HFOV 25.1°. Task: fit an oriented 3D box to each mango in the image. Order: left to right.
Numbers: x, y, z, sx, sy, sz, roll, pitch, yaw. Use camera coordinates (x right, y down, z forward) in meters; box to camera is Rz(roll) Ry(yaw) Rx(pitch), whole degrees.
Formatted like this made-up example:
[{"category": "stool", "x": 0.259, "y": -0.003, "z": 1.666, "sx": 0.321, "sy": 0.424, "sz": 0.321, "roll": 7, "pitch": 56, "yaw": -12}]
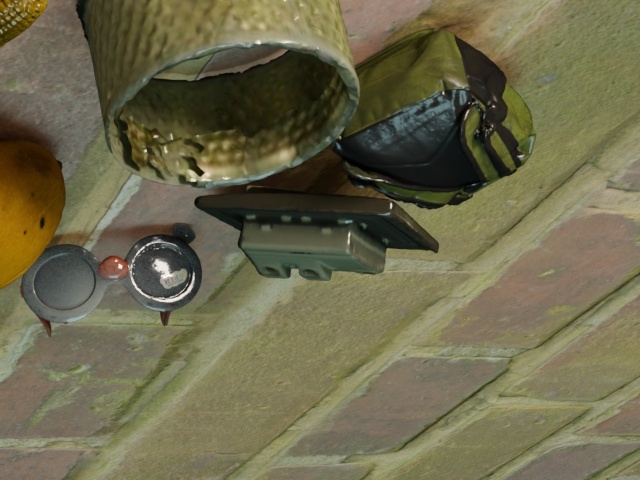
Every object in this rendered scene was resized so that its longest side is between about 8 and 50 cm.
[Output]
[{"category": "mango", "x": -0.401, "y": -0.002, "z": 1.527, "sx": 0.359, "sy": 0.144, "sz": 0.187, "roll": -38, "pitch": 154, "yaw": -51}]

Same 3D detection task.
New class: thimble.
[{"category": "thimble", "x": -0.100, "y": -0.177, "z": 1.429, "sx": 0.270, "sy": 0.150, "sz": 0.271, "roll": -11, "pitch": 154, "yaw": -5}]

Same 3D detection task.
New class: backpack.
[{"category": "backpack", "x": 0.135, "y": -0.126, "z": 1.649, "sx": 0.207, "sy": 0.140, "sz": 0.253, "roll": -24, "pitch": 148, "yaw": 29}]

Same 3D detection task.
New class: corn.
[{"category": "corn", "x": -0.346, "y": -0.196, "z": 1.373, "sx": 0.207, "sy": 0.068, "sz": 0.068, "roll": -27, "pitch": 150, "yaw": 27}]

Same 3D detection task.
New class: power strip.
[{"category": "power strip", "x": -0.001, "y": 0.001, "z": 1.791, "sx": 0.256, "sy": 0.092, "sz": 0.251, "roll": 4, "pitch": 164, "yaw": 20}]

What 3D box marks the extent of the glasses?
[{"category": "glasses", "x": -0.290, "y": 0.059, "z": 1.943, "sx": 0.234, "sy": 0.118, "sz": 0.268, "roll": -8, "pitch": 173, "yaw": -15}]
